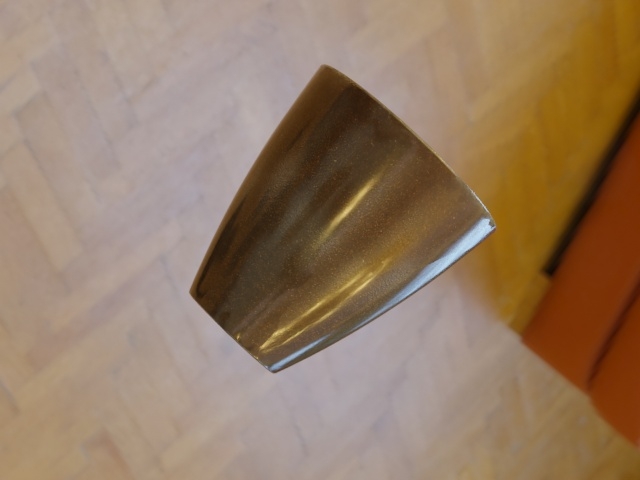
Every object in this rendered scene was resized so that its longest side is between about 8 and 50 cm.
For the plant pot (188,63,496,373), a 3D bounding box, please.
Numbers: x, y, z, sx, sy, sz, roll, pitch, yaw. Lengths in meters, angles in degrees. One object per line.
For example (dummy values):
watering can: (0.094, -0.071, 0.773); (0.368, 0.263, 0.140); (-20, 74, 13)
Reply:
plant pot: (0.000, 0.000, 1.354); (0.230, 0.215, 0.215); (-47, 143, -3)
